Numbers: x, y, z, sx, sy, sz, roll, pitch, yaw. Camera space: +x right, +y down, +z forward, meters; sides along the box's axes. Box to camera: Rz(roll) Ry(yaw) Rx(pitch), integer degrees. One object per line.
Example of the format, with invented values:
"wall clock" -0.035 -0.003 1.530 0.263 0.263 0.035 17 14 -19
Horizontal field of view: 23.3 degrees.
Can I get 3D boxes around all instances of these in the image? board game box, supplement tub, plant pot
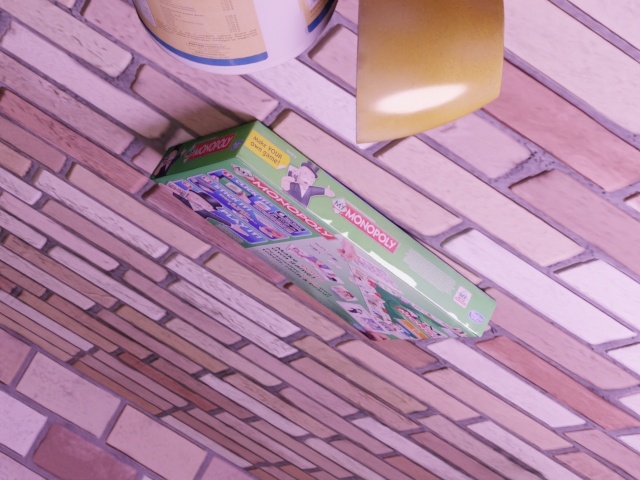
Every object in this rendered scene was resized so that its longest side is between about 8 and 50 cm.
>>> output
"board game box" 0.000 0.000 1.578 0.317 0.046 0.213 37 159 -22
"supplement tub" -0.066 -0.210 0.968 0.144 0.144 0.200 23 160 17
"plant pot" 0.073 -0.130 1.035 0.095 0.134 0.134 3 159 2
